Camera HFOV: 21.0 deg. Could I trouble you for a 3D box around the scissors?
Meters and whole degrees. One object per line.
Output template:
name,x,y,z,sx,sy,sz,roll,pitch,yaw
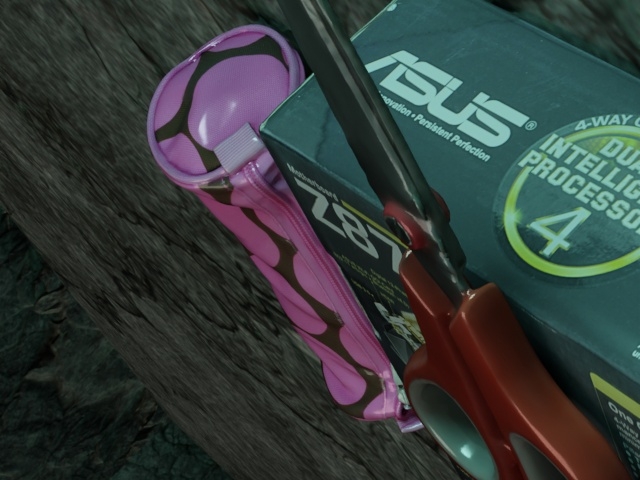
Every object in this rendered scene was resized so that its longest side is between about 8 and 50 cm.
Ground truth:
scissors,0.040,0.009,0.473,0.109,0.021,0.297,41,163,37

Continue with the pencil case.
pencil case,0.000,0.000,0.822,0.209,0.095,0.098,53,-158,-38

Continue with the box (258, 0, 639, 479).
box,0.177,0.112,0.562,0.395,0.097,0.318,35,165,43
